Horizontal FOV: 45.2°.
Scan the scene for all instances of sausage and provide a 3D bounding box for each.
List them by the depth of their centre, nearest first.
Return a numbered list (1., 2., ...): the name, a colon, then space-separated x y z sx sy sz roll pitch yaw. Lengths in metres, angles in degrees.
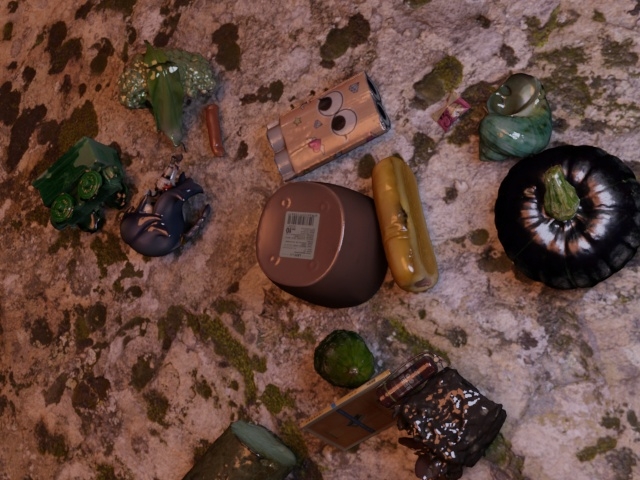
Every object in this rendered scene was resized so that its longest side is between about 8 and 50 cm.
1. sausage: -0.285 -0.296 2.080 0.042 0.036 0.158 -22 71 30

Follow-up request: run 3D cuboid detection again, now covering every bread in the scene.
1. bread: 0.182 -0.034 1.723 0.091 0.142 0.305 -20 68 25

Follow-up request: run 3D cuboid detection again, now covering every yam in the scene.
1. yam: -0.212 0.564 1.774 0.195 0.195 0.300 44 99 28

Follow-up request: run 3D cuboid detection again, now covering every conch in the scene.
1. conch: 0.414 -0.251 1.647 0.188 0.122 0.176 -38 65 -9

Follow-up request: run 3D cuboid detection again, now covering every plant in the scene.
1. plant: 0.255 0.384 1.576 0.234 0.204 0.178 -50 59 3

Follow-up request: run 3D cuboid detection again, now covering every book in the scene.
1. book: 0.098 0.375 1.671 0.241 0.170 0.018 -35 43 18

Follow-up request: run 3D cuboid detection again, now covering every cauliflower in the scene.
1. cauliflower: -0.417 -0.388 2.082 0.239 0.256 0.315 16 123 35

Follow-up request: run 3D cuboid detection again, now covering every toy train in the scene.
1. toy train: -0.673 -0.146 2.193 0.266 0.145 0.202 -37 62 16

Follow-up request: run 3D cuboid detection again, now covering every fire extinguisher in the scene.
1. fire extinguisher: 0.186 0.277 1.560 0.158 0.043 0.064 -39 68 9

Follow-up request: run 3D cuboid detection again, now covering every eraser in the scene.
1. eraser: 0.017 -0.272 1.888 0.290 0.087 0.171 -25 68 20

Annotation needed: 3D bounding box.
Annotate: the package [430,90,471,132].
1. package: 0.300 -0.298 1.780 0.083 0.029 0.059 -48 70 23

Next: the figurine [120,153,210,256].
1. figurine: -0.412 -0.078 2.029 0.265 0.175 0.197 -42 68 23

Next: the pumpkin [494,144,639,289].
1. pumpkin: 0.480 -0.050 1.495 0.296 0.296 0.296 -6 77 26

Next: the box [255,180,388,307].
1. box: 0.000 0.000 1.771 0.301 0.216 0.301 -7 75 25

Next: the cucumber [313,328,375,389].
1. cucumber: 0.059 0.265 1.658 0.134 0.244 0.134 0 89 -6

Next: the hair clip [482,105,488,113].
1. hair clip: 0.387 -0.258 1.728 0.039 0.030 0.115 -13 71 45
